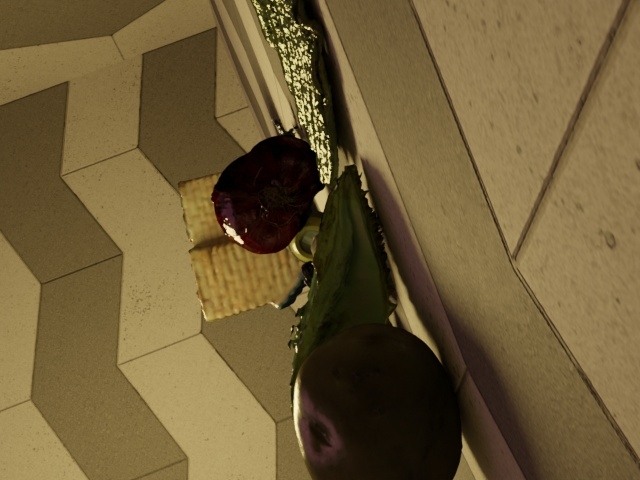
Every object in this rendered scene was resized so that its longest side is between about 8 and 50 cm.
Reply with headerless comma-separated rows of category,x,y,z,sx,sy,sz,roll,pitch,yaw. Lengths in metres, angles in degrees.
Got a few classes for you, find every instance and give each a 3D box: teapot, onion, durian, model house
teapot,0.000,0.000,2.025,0.165,0.130,0.119,38,-165,-5
onion,-0.113,-0.111,1.891,0.221,0.281,0.281,28,-172,-15
durian,0.009,0.073,1.334,0.163,0.198,0.395,23,108,42
model house,-0.168,-0.009,2.574,0.395,0.399,0.446,10,-114,-80

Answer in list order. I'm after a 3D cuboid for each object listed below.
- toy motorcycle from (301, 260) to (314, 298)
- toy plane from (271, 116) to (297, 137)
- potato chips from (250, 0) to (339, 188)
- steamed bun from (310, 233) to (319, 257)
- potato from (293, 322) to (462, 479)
toy motorcycle,0.069,0.192,1.667,0.212,0.125,0.359,36,-156,-53
toy plane,-0.077,-0.241,2.101,0.160,0.082,0.234,60,-166,-17
potato chips,-0.045,-0.291,1.352,0.429,0.070,0.359,74,172,-51
steamed bun,0.055,0.056,1.536,0.183,0.106,0.183,-25,-90,-89
potato,0.087,0.273,1.229,0.243,0.220,0.326,-68,-30,-43
